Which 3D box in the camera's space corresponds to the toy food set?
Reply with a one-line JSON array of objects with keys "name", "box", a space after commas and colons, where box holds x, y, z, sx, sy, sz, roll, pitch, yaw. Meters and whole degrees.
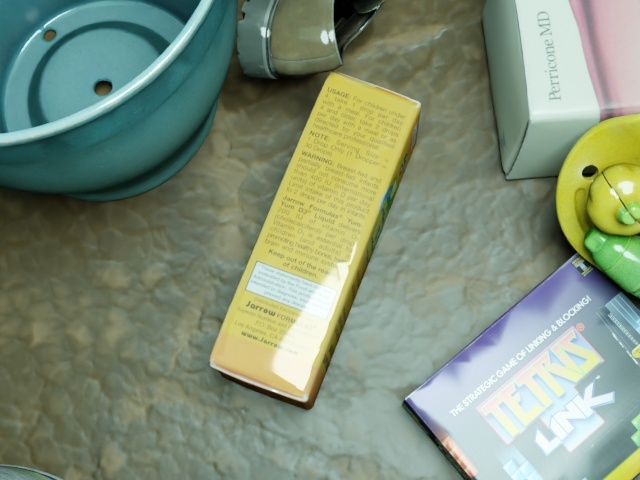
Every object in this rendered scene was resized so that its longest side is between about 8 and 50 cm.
[{"name": "toy food set", "box": [0.259, 0.004, 0.636, 0.218, 0.071, 0.128, 32, 112, -10]}]

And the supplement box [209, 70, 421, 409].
[{"name": "supplement box", "box": [0.000, 0.000, 0.706, 0.080, 0.078, 0.233, 18, 77, 7]}]

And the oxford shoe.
[{"name": "oxford shoe", "box": [0.016, -0.208, 0.741, 0.096, 0.083, 0.227, 6, 60, 17]}]

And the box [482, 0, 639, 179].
[{"name": "box", "box": [0.247, -0.141, 0.707, 0.232, 0.127, 0.148, -5, 75, 1]}]

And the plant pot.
[{"name": "plant pot", "box": [-0.177, -0.150, 0.662, 0.272, 0.255, 0.271, -1, 76, 2]}]

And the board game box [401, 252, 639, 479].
[{"name": "board game box", "box": [0.167, 0.114, 0.683, 0.170, 0.048, 0.141, -39, 78, -8]}]

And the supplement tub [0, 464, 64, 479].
[{"name": "supplement tub", "box": [-0.233, 0.237, 0.525, 0.235, 0.325, 0.235, -1, 75, 2]}]
